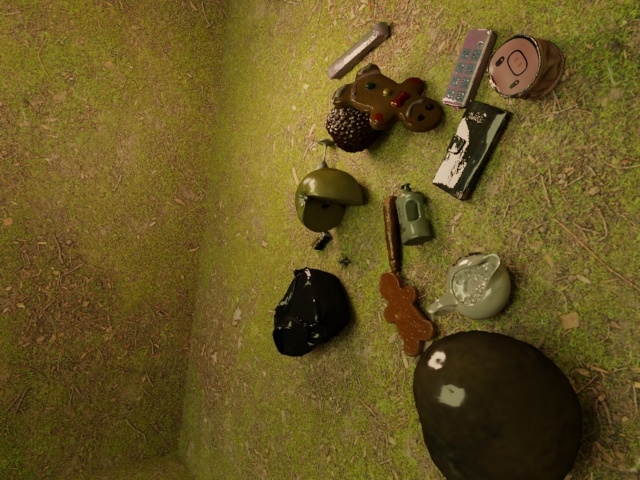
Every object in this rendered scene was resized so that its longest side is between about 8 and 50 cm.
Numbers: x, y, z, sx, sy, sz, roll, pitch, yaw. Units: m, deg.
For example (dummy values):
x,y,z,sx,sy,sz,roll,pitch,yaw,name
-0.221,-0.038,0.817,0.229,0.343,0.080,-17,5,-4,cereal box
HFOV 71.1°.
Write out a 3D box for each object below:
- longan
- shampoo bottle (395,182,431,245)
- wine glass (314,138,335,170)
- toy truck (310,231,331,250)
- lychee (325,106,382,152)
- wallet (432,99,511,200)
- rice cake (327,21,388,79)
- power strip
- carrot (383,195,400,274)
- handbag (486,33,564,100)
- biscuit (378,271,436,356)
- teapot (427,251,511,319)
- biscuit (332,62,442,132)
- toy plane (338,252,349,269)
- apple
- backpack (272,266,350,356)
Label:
x,y,z,sx,sy,sz,roll,pitch,yaw,name
0.454,0.442,1.171,0.404,0.404,0.435,-5,104,54,longan
0.339,-0.106,1.669,0.118,0.087,0.234,-29,62,51,shampoo bottle
0.020,-0.387,2.142,0.122,0.122,0.182,-3,77,54,wine glass
0.000,0.000,2.154,0.123,0.052,0.062,-51,41,39,toy truck
0.149,-0.487,1.867,0.271,0.236,0.235,-20,69,40,lychee
0.500,-0.304,1.512,0.169,0.044,0.316,46,121,48,wallet
0.161,-0.853,2.043,0.399,0.064,0.070,-24,72,51,rice cake
0.511,-0.589,1.543,0.109,0.038,0.278,37,115,50,power strip
0.283,-0.020,1.760,0.066,0.066,0.314,-10,79,53,carrot
0.606,-0.515,1.334,0.179,0.117,0.205,-44,53,43,handbag
0.316,0.254,1.673,0.324,0.049,0.205,59,136,34,biscuit
0.470,0.154,1.401,0.299,0.166,0.208,-47,61,27,teapot
0.270,-0.541,1.697,0.432,0.064,0.283,37,75,28,biscuit
0.104,0.095,2.013,0.083,0.031,0.078,-7,79,54,toy plane
0.023,-0.196,1.973,0.295,0.258,0.233,-45,50,41,apple
-0.075,0.348,2.049,0.445,0.255,0.363,-56,38,37,backpack
